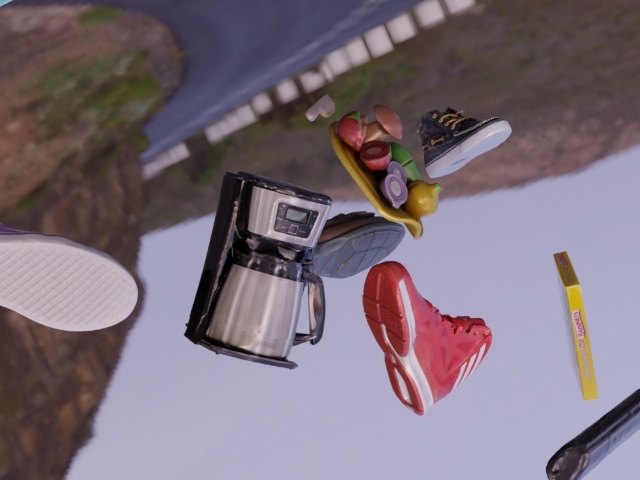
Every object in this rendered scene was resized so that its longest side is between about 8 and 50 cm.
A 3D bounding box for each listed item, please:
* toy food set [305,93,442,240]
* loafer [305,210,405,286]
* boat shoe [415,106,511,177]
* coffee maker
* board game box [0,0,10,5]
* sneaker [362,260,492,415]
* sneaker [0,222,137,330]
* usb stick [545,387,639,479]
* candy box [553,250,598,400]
[{"bbox_3d":[0.078,-0.106,1.644,0.071,0.218,0.128,-38,178,20],"label":"toy food set"},{"bbox_3d":[0.000,0.000,1.703,0.267,0.084,0.096,-17,148,-46],"label":"loafer"},{"bbox_3d":[0.186,-0.150,1.834,0.065,0.083,0.183,-15,172,-29],"label":"boat shoe"},{"bbox_3d":[-0.072,0.023,1.356,0.171,0.178,0.120,15,-179,44],"label":"coffee maker"},{"bbox_3d":[-0.547,-0.369,1.935,0.336,0.079,0.254,-29,-149,-8],"label":"board game box"},{"bbox_3d":[0.131,0.094,1.622,0.128,0.221,0.087,-31,-139,-23],"label":"sneaker"},{"bbox_3d":[-0.350,0.013,1.550,0.282,0.102,0.161,16,-164,-18],"label":"sneaker"},{"bbox_3d":[0.380,0.259,1.802,0.278,0.045,0.077,-18,143,-55],"label":"usb stick"},{"bbox_3d":[0.384,0.129,2.035,0.027,0.206,0.105,-11,-153,6],"label":"candy box"}]
